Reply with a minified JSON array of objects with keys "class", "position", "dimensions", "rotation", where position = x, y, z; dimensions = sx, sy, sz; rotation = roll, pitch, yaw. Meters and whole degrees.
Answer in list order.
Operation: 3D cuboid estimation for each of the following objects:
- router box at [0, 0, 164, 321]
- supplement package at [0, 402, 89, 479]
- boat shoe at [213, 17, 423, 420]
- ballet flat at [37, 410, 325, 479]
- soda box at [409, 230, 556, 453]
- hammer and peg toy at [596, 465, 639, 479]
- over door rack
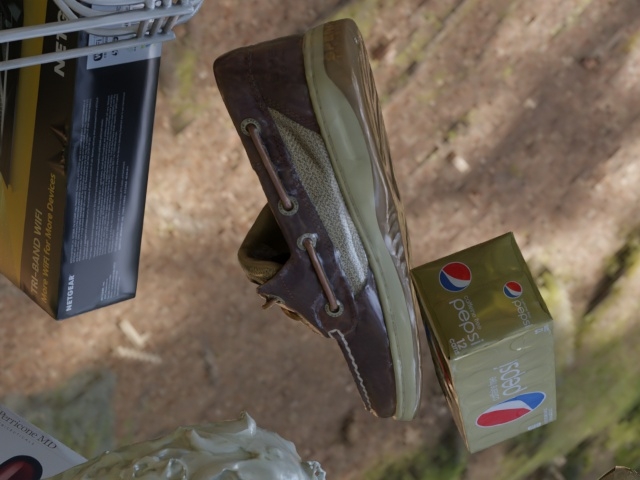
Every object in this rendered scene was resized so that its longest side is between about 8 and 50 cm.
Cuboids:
[{"class":"router box","position":[-0.230,-0.130,1.145],"dimensions":[0.081,0.243,0.309],"rotation":[-16,127,-40]},{"class":"supplement package","position":[-0.252,0.275,1.150],"dimensions":[0.203,0.194,0.149],"rotation":[-43,157,-51]},{"class":"boat shoe","position":[0.000,0.000,1.072],"dimensions":[0.123,0.123,0.342],"rotation":[-10,129,7]},{"class":"ballet flat","position":[-0.181,0.198,0.643],"dimensions":[0.409,0.147,0.147],"rotation":[-22,151,-2]},{"class":"soda box","position":[0.098,0.064,0.845],"dimensions":[0.061,0.058,0.181],"rotation":[-21,155,0]},{"class":"hammer and peg toy","position":[-0.001,0.240,0.427],"dimensions":[0.361,0.127,0.266],"rotation":[-43,162,-4]},{"class":"over door rack","position":[-0.219,-0.125,0.842],"dimensions":[0.324,0.108,0.239],"rotation":[-22,-174,-6]}]
